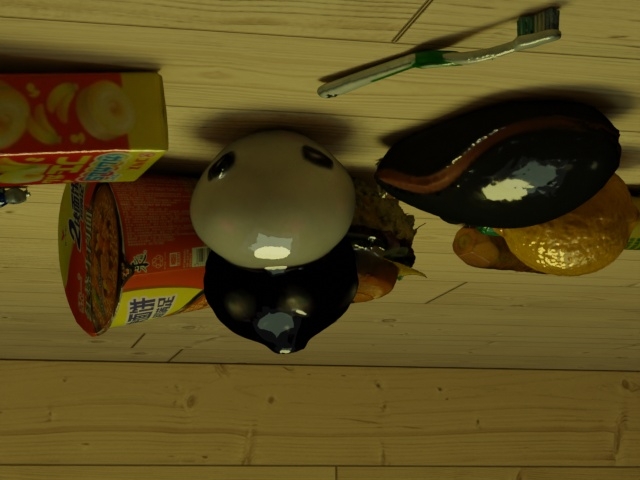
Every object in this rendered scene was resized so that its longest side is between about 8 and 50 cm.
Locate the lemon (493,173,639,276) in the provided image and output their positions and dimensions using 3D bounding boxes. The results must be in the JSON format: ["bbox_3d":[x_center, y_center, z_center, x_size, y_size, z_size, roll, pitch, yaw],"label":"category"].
[{"bbox_3d":[0.289,-0.027,1.901,0.187,0.142,0.142,3,170,13],"label":"lemon"}]

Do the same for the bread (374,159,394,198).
[{"bbox_3d":[0.108,-0.071,1.904,0.083,0.047,0.036,4,166,-25],"label":"bread"}]

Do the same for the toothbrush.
[{"bbox_3d":[0.102,-0.165,1.474,0.030,0.030,0.304,10,165,-42],"label":"toothbrush"}]

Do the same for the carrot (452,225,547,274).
[{"bbox_3d":[0.311,0.023,2.354,0.066,0.066,0.314,-11,166,41],"label":"carrot"}]

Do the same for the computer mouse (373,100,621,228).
[{"bbox_3d":[0.192,-0.072,1.745,0.183,0.116,0.323,12,165,-29],"label":"computer mouse"}]

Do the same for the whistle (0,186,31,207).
[{"bbox_3d":[-0.411,-0.053,2.018,0.083,0.029,0.033,-6,-160,6],"label":"whistle"}]

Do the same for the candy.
[{"bbox_3d":[-0.300,-0.106,1.542,0.276,0.088,0.146,-4,169,-23],"label":"candy"}]

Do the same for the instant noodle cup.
[{"bbox_3d":[-0.204,0.007,1.933,0.174,0.213,0.213,-3,172,-29],"label":"instant noodle cup"}]

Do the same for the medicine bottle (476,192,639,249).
[{"bbox_3d":[0.352,-0.026,2.067,0.309,0.076,0.111,2,166,-13],"label":"medicine bottle"}]

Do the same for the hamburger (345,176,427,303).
[{"bbox_3d":[0.000,0.000,2.017,0.262,0.138,0.243,12,161,-34],"label":"hamburger"}]

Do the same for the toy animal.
[{"bbox_3d":[-0.049,-0.014,1.780,0.187,0.235,0.165,-10,-146,-5],"label":"toy animal"}]
